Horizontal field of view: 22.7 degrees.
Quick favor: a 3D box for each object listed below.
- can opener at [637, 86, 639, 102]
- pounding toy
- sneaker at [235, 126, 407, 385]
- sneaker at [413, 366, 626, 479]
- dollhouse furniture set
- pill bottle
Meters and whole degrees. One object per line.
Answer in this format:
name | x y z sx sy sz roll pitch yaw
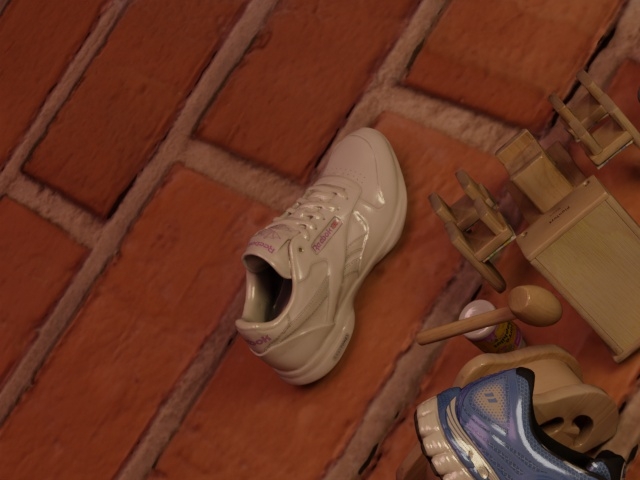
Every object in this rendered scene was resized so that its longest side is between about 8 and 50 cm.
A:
can opener | 0.399 -0.064 1.542 0.095 0.076 0.283 -51 44 6
pounding toy | 0.176 0.159 1.544 0.269 0.154 0.155 -60 42 20
sneaker | 0.000 0.000 1.756 0.114 0.152 0.305 3 65 41
sneaker | 0.218 0.257 1.378 0.147 0.130 0.330 -31 89 4
dollhouse furniture set | 0.260 -0.015 1.608 0.212 0.161 0.242 -40 25 11
pill bottle | 0.176 0.095 1.611 0.043 0.083 0.043 -18 55 28
